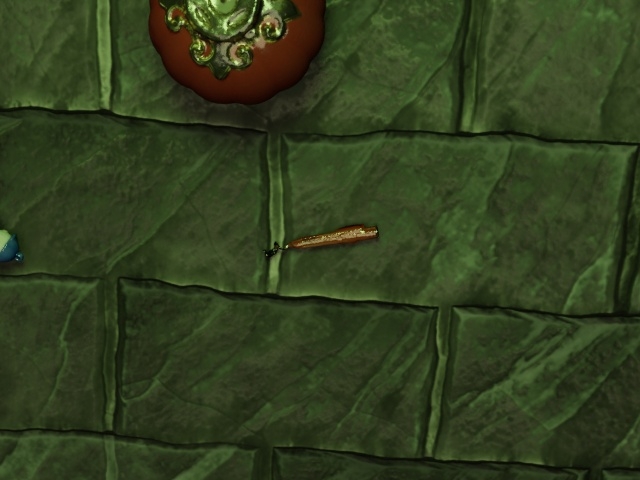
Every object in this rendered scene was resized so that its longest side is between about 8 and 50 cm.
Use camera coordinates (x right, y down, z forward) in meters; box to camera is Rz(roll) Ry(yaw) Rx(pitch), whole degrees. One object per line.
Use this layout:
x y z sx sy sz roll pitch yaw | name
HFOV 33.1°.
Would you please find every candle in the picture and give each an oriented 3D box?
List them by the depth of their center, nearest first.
0.000 -0.001 1.535 0.167 0.021 0.026 -10 83 9 | candle

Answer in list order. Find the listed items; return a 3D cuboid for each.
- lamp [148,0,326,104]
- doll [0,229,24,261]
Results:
-0.103 -0.281 1.347 0.226 0.227 0.227 1 110 3 | lamp
-0.487 -0.013 1.543 0.143 0.058 0.099 35 129 -9 | doll
